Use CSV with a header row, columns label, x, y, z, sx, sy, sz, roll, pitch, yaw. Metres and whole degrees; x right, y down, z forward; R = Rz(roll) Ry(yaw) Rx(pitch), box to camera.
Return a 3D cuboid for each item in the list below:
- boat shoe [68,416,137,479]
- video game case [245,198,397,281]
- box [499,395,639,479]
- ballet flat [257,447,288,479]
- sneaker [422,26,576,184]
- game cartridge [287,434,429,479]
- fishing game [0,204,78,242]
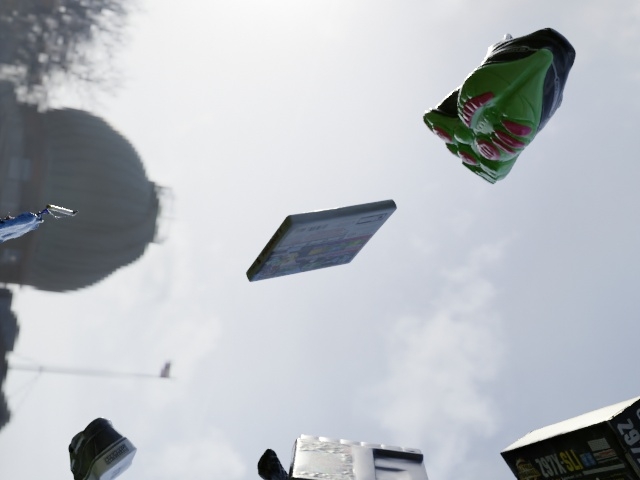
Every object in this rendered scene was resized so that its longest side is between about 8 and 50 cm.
label,x,y,z,sx,sy,sz,roll,pitch,yaw
boat shoe,-0.411,0.392,2.076,0.102,0.108,0.301,52,-26,9
video game case,0.000,0.000,1.828,0.183,0.201,0.023,-51,-124,50
box,0.397,0.355,1.521,0.257,0.079,0.322,60,-23,8
ballet flat,-0.058,0.428,2.024,0.057,0.173,0.049,4,-124,32
sneaker,0.311,-0.226,1.902,0.202,0.185,0.483,-45,-177,-8
game cartridge,0.062,0.389,1.854,0.355,0.230,0.068,-84,-175,-85
fishing game,-0.545,-0.020,1.866,0.189,0.264,0.041,16,57,-80
